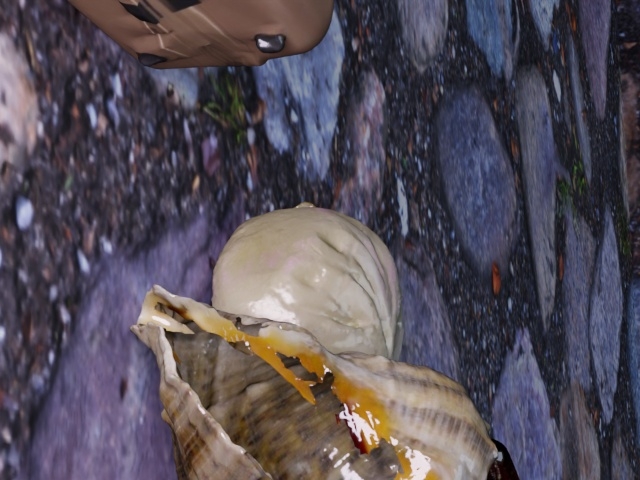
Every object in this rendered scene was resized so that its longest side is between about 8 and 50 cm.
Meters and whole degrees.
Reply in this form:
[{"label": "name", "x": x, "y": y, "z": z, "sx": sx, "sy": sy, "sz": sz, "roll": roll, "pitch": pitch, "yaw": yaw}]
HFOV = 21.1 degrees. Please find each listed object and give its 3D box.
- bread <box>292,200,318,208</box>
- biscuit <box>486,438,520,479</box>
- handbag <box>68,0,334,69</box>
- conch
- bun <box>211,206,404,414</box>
[{"label": "bread", "x": 0.000, "y": 0.000, "z": 1.453, "sx": 0.083, "sy": 0.036, "sz": 0.047, "roll": 44, "pitch": 41, "yaw": -67}, {"label": "biscuit", "x": 0.167, "y": 0.329, "z": 1.825, "sx": 0.235, "sy": 0.063, "sz": 0.151, "roll": -65, "pitch": 145, "yaw": -53}, {"label": "handbag", "x": -0.096, "y": -0.269, "z": 1.062, "sx": 0.302, "sy": 0.149, "sz": 0.283, "roll": 36, "pitch": 53, "yaw": -64}, {"label": "conch", "x": -0.011, "y": 0.153, "z": 1.130, "sx": 0.159, "sy": 0.291, "sz": 0.210, "roll": -59, "pitch": -172, "yaw": 35}, {"label": "bun", "x": 0.001, "y": 0.072, "z": 1.288, "sx": 0.178, "sy": 0.128, "sz": 0.193, "roll": -70, "pitch": 151, "yaw": -56}]
